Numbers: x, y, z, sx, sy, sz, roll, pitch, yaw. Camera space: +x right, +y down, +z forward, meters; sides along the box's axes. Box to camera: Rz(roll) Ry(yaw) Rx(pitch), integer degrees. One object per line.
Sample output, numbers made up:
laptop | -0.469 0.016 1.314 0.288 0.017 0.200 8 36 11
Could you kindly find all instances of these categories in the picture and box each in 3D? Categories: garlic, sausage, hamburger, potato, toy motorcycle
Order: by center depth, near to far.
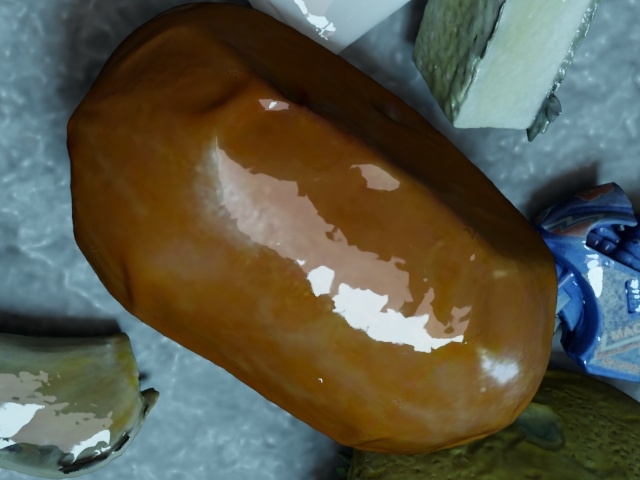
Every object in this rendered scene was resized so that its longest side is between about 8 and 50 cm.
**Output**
potato | 0.093 -0.115 0.597 0.061 0.086 0.122 -1 132 -22
sausage | 0.001 -0.001 0.598 0.268 0.153 0.141 37 115 -12
garlic | -0.164 0.086 0.665 0.152 0.066 0.084 5 83 -16
hamburger | 0.110 0.163 0.675 0.215 0.189 0.122 -1 121 -9
toy motorcycle | 0.185 0.029 0.696 0.205 0.076 0.114 11 102 -15

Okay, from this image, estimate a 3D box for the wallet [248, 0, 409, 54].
wallet | 0.039 -0.174 0.609 0.190 0.033 0.095 -37 111 5
